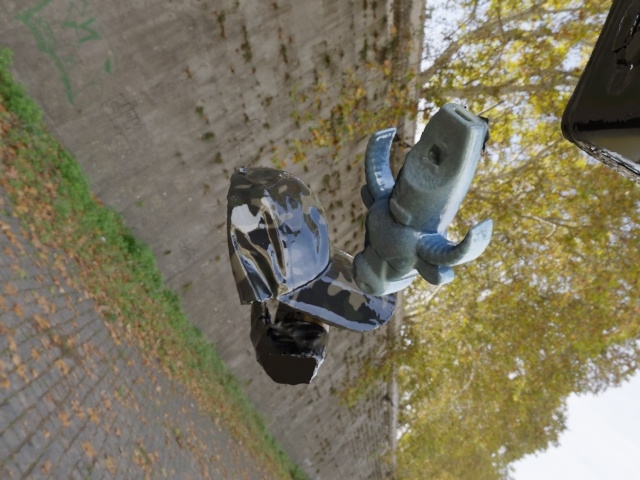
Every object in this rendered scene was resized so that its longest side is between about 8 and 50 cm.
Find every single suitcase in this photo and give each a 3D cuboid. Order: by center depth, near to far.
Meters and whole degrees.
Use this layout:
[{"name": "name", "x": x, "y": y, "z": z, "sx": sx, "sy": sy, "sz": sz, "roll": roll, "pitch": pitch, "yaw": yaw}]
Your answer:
[{"name": "suitcase", "x": 0.550, "y": -0.191, "z": 0.565, "sx": 0.434, "sy": 0.283, "sz": 0.194, "roll": 19, "pitch": 7, "yaw": -19}]

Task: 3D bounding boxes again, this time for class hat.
[{"name": "hat", "x": 0.000, "y": 0.000, "z": 0.856, "sx": 0.366, "sy": 0.382, "sz": 0.257, "roll": -99, "pitch": -159, "yaw": -55}]

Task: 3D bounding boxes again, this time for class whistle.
[{"name": "whistle", "x": 0.103, "y": -0.025, "z": 0.483, "sx": 0.180, "sy": 0.093, "sz": 0.269, "roll": 55, "pitch": -33, "yaw": 35}]

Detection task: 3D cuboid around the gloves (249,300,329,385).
[{"name": "gloves", "x": -0.076, "y": 0.191, "z": 1.007, "sx": 0.152, "sy": 0.197, "sz": 0.301, "roll": 95, "pitch": -1, "yaw": -47}]
